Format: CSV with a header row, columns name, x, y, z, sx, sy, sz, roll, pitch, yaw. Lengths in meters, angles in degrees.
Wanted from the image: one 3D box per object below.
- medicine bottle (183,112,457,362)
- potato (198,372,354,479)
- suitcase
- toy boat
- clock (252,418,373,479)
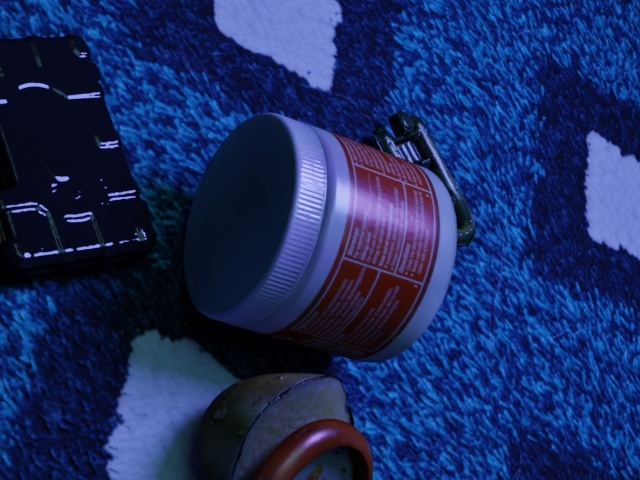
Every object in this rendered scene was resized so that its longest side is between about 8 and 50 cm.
name,x,y,z,sx,sy,sz,roll,pitch,yaw
medicine bottle,0.000,0.000,1.764,0.241,0.252,0.252,19,56,-31
potato,-0.065,0.215,1.695,0.202,0.117,0.182,-15,122,-47
suitcase,-0.317,-0.098,1.690,0.206,0.066,0.285,-9,73,-41
toy boat,0.148,-0.082,2.066,0.104,0.052,0.210,-22,81,-46
clock,-0.019,0.294,1.662,0.205,0.051,0.205,-27,129,-40
